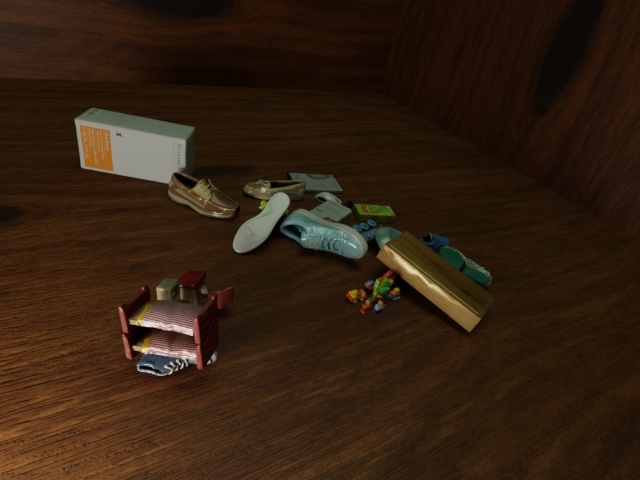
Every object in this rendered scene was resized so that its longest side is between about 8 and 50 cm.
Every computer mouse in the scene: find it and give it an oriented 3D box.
[{"bbox_3d":[0.062,-0.189,1.996,0.193,0.042,0.106,24,36,15],"label":"computer mouse"}]

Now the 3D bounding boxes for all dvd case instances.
[{"bbox_3d":[-0.029,-0.291,2.133,0.253,0.022,0.180,-1,36,-21],"label":"dvd case"}]

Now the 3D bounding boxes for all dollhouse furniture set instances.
[{"bbox_3d":[-0.348,0.165,1.144,0.201,0.152,0.374,6,22,5],"label":"dollhouse furniture set"}]

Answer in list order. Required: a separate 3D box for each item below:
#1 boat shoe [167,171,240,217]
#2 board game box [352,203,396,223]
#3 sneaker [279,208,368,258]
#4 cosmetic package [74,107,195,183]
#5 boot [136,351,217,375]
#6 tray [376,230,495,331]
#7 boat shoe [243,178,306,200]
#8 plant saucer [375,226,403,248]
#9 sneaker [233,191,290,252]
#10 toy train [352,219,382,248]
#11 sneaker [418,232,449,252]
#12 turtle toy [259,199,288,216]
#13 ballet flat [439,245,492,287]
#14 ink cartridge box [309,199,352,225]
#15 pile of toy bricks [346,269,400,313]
[{"bbox_3d":[-0.485,-0.190,1.734,0.324,0.120,0.122,19,34,9],"label":"boat shoe"},{"bbox_3d":[0.249,-0.125,1.966,0.181,0.043,0.092,2,35,-17],"label":"board game box"},{"bbox_3d":[0.000,0.000,1.635,0.365,0.135,0.150,22,41,28],"label":"sneaker"},{"bbox_3d":[-0.795,-0.406,1.847,0.453,0.230,0.161,9,34,-5],"label":"cosmetic package"},{"bbox_3d":[-0.369,0.314,1.092,0.189,0.069,0.086,6,38,4],"label":"boot"},{"bbox_3d":[0.423,0.133,1.543,0.411,0.076,0.202,40,35,19],"label":"tray"},{"bbox_3d":[-0.210,-0.246,1.940,0.285,0.089,0.105,0,36,-18],"label":"boat shoe"},{"bbox_3d":[0.316,0.007,1.742,0.195,0.037,0.195,22,42,-21],"label":"plant saucer"},{"bbox_3d":[-0.226,-0.047,1.646,0.104,0.147,0.296,37,68,5],"label":"sneaker"},{"bbox_3d":[0.196,-0.020,1.769,0.184,0.080,0.105,-19,54,-42],"label":"toy train"},{"bbox_3d":[0.496,0.004,1.832,0.209,0.082,0.069,-10,38,-34],"label":"sneaker"},{"bbox_3d":[-0.198,-0.131,1.795,0.130,0.066,0.095,3,11,-19],"label":"turtle toy"},{"bbox_3d":[0.589,0.112,1.724,0.241,0.091,0.077,42,12,30],"label":"ballet flat"},{"bbox_3d":[0.037,-0.096,1.822,0.127,0.072,0.175,28,36,22],"label":"ink cartridge box"},{"bbox_3d":[0.205,0.167,1.465,0.212,0.105,0.118,-11,41,-32],"label":"pile of toy bricks"}]
